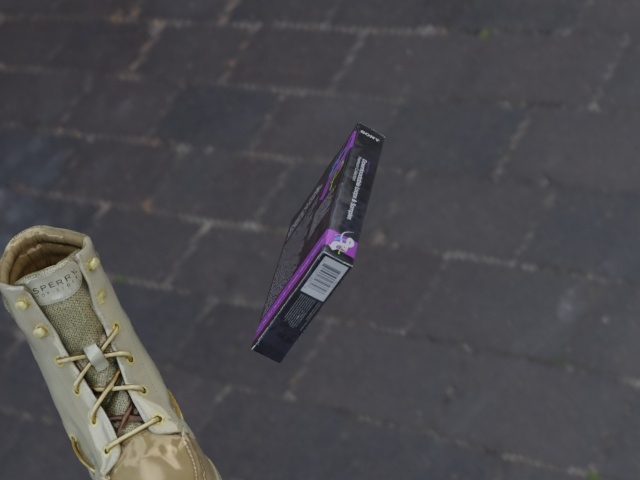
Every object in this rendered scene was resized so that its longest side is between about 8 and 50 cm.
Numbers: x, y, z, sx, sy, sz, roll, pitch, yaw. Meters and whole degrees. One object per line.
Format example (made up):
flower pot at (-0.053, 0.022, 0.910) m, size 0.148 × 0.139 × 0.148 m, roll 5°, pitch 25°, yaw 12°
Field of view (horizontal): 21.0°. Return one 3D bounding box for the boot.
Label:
boot at (-0.170, 0.108, 1.359) m, size 0.095 × 0.203 × 0.262 m, roll -26°, pitch 29°, yaw -10°

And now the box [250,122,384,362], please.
box at (0.000, 0.000, 1.288) m, size 0.116 × 0.029 × 0.162 m, roll -54°, pitch 14°, yaw 38°
